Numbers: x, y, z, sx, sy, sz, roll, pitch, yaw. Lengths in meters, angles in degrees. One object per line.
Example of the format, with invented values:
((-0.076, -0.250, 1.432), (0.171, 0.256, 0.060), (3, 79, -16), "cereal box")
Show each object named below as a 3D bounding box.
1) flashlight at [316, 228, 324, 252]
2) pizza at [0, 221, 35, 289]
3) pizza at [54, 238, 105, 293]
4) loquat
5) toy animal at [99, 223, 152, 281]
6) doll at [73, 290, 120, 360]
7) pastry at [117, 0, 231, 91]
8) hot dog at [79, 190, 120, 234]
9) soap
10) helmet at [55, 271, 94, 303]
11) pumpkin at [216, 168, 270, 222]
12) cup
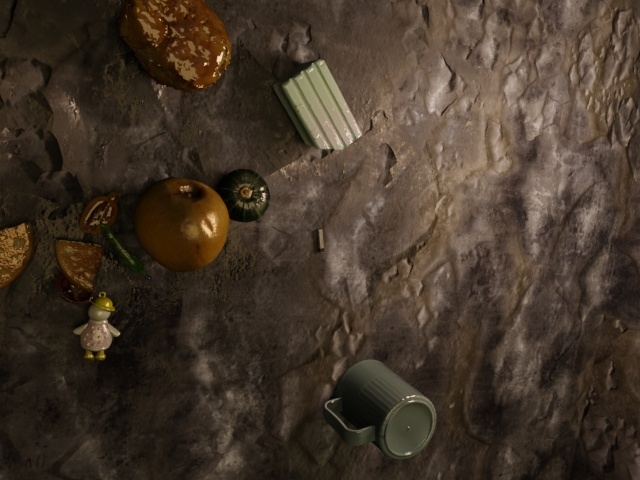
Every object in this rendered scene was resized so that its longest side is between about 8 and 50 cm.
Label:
((0.000, 0.000, 1.894), (0.018, 0.018, 0.084), (-12, 107, -26), "flashlight")
((-0.851, 0.051, 1.446), (0.127, 0.058, 0.247), (27, 90, -30), "pizza")
((-0.676, 0.055, 1.536), (0.178, 0.041, 0.131), (47, 59, -12), "pizza")
((-0.394, -0.041, 1.560), (0.274, 0.274, 0.275), (-6, 104, -26), "loquat")
((-0.571, 0.034, 1.579), (0.041, 0.075, 0.217), (-40, 111, -14), "toy animal")
((-0.651, 0.250, 1.580), (0.129, 0.081, 0.208), (8, 94, -16), "doll")
((-0.399, -0.559, 1.488), (0.255, 0.162, 0.311), (-41, 114, -15), "pastry")
((-0.625, -0.080, 1.537), (0.089, 0.060, 0.140), (27, 94, -33), "hot dog")
((-0.008, -0.423, 1.756), (0.172, 0.095, 0.290), (-39, 116, -15), "soap")
((-0.708, 0.140, 1.540), (0.111, 0.057, 0.089), (37, 47, -25), "helmet")
((-0.240, -0.136, 1.681), (0.167, 0.125, 0.167), (7, 74, -24), "pumpkin")
((0.212, 0.603, 1.966), (0.331, 0.311, 0.257), (24, 89, -29), "cup")
